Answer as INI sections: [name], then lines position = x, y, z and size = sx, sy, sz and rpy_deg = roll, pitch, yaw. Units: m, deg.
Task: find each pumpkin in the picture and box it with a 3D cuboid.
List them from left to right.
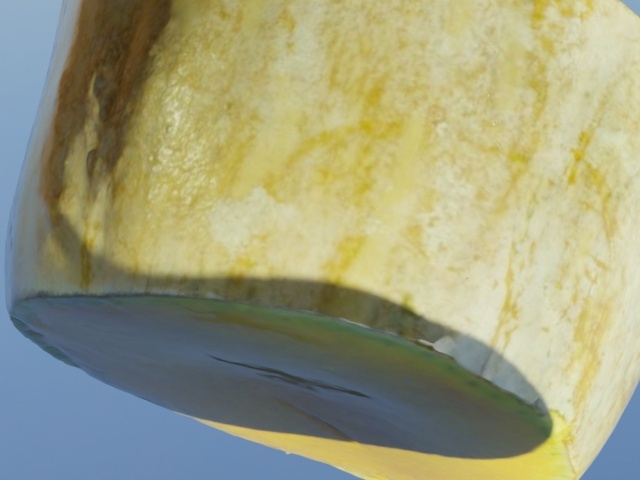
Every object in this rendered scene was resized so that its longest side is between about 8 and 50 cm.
[pumpkin]
position = 0.000, 0.000, 0.833
size = 0.332, 0.332, 0.199
rpy_deg = 11, -116, 30
